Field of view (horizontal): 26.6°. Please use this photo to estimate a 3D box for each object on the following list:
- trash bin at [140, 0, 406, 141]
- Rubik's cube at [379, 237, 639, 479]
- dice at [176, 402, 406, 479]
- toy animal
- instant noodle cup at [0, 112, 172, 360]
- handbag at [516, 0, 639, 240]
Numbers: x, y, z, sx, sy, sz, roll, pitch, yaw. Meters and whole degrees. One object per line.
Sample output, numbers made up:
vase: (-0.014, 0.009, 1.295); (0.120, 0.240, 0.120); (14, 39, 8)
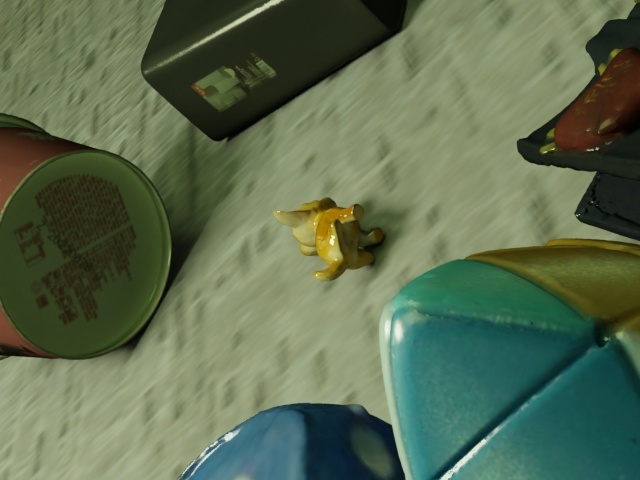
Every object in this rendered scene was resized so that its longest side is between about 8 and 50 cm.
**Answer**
trash bin: (-0.032, -0.216, 1.236); (0.225, 0.115, 0.165); (-23, 38, 35)
Rubik's cube: (0.161, 0.121, 0.563); (0.254, 0.254, 0.254); (-35, 32, 27)
dice: (-0.005, 0.180, 0.693); (0.146, 0.146, 0.143); (-37, 30, 26)
toy animal: (0.000, 0.000, 0.991); (0.083, 0.060, 0.081); (0, 55, 45)
instant noodle cup: (-0.252, 0.005, 1.192); (0.178, 0.235, 0.234); (7, 62, 46)
handbag: (0.271, -0.122, 0.650); (0.303, 0.122, 0.329); (-48, 24, -8)
